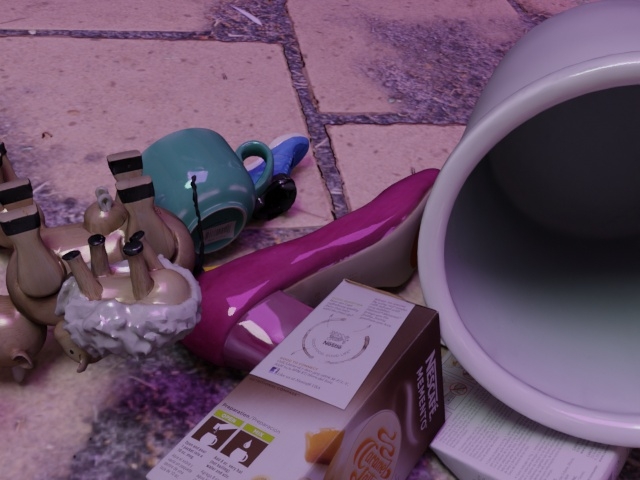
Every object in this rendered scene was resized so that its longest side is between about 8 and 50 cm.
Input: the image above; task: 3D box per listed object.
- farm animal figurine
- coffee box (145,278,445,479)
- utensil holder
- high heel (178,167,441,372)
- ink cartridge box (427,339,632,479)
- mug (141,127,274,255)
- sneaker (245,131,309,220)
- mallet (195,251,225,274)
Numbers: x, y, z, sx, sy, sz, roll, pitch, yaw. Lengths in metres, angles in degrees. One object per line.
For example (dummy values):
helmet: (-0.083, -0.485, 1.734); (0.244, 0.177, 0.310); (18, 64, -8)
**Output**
farm animal figurine: (-0.263, 0.027, 0.663); (0.327, 0.172, 0.330); (-9, 31, -2)
coffee box: (-0.002, 0.162, 0.568); (0.098, 0.141, 0.246); (16, 42, 33)
utensil holder: (0.287, -0.052, 0.697); (0.328, 0.327, 0.385); (18, 29, 9)
high heel: (0.000, 0.000, 0.779); (0.181, 0.127, 0.377); (24, 41, 22)
ink cartridge box: (0.177, 0.168, 0.693); (0.225, 0.056, 0.181); (17, 39, 37)
mug: (-0.127, -0.053, 0.789); (0.158, 0.129, 0.097); (-42, 63, 10)
sneaker: (-0.048, -0.077, 0.895); (0.084, 0.058, 0.152); (31, 50, 30)
mallet: (-0.088, 0.034, 0.792); (0.190, 0.062, 0.039); (-6, 44, -38)
